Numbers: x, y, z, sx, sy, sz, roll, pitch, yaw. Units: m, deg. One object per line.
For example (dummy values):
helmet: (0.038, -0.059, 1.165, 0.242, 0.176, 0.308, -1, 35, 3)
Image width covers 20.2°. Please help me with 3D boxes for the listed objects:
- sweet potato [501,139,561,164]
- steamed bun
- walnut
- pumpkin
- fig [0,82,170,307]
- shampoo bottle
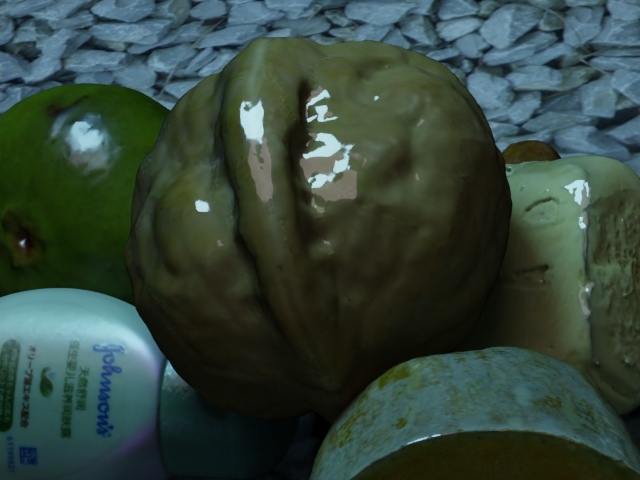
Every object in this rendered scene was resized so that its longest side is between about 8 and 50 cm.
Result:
sweet potato: (0.227, -0.009, 1.944, 0.097, 0.097, 0.292, -8, 41, 9)
steamed bun: (0.233, 0.052, 1.760, 0.232, 0.166, 0.273, -19, 63, 44)
walnut: (-0.006, -0.006, 1.642, 0.383, 0.384, 0.383, -9, 37, 7)
pumpkin: (0.131, 0.250, 1.471, 0.332, 0.332, 0.199, -12, 23, 4)
fig: (-0.236, -0.037, 1.989, 0.316, 0.316, 0.316, -9, 37, 7)
shampoo bottle: (-0.193, 0.161, 1.793, 0.349, 0.151, 0.222, 2, 75, 10)
